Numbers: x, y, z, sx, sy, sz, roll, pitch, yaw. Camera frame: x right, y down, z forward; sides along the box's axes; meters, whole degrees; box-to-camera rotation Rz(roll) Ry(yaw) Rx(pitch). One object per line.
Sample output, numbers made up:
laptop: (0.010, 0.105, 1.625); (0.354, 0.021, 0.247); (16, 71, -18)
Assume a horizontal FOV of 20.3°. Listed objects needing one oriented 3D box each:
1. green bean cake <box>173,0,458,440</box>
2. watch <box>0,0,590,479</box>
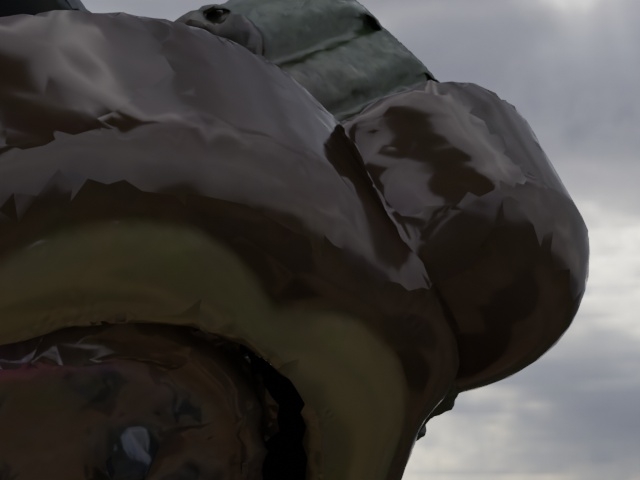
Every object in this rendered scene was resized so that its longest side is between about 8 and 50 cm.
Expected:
green bean cake: (0.000, 0.000, 0.732); (0.094, 0.173, 0.181); (-31, -16, -38)
watch: (-0.153, -0.026, 0.502); (0.314, 0.327, 0.335); (-44, -41, 7)
